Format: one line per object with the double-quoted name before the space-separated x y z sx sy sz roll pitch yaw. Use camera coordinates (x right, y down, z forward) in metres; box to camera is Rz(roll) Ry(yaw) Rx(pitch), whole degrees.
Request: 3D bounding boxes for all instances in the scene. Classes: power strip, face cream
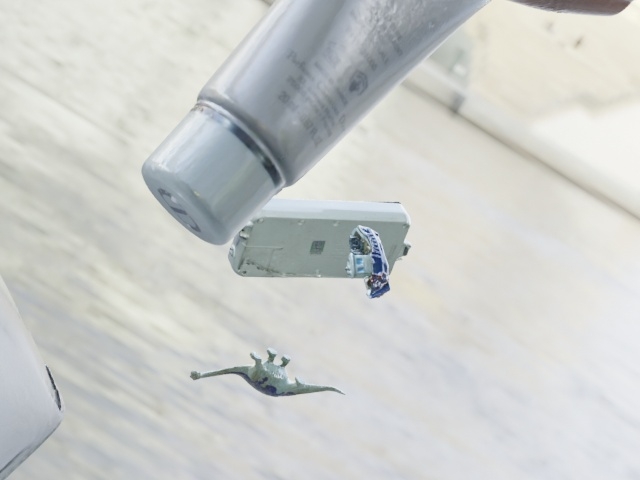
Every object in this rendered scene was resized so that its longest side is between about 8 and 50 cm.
"power strip" 0.000 0.000 1.725 0.192 0.081 0.035 1 38 -26
"face cream" 0.007 -0.131 1.218 0.089 0.314 0.143 22 -26 55

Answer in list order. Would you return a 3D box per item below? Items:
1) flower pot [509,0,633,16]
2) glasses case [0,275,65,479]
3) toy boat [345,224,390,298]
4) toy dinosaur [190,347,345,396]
"flower pot" 0.251 -0.318 1.766 0.173 0.191 0.190 15 16 -29
"glasses case" -0.187 0.062 0.764 0.083 0.128 0.308 36 -16 8
"toy boat" 0.038 0.021 1.510 0.038 0.038 0.083 28 30 -34
"toy dinosaur" -0.045 0.141 1.822 0.180 0.058 0.037 17 48 -18
